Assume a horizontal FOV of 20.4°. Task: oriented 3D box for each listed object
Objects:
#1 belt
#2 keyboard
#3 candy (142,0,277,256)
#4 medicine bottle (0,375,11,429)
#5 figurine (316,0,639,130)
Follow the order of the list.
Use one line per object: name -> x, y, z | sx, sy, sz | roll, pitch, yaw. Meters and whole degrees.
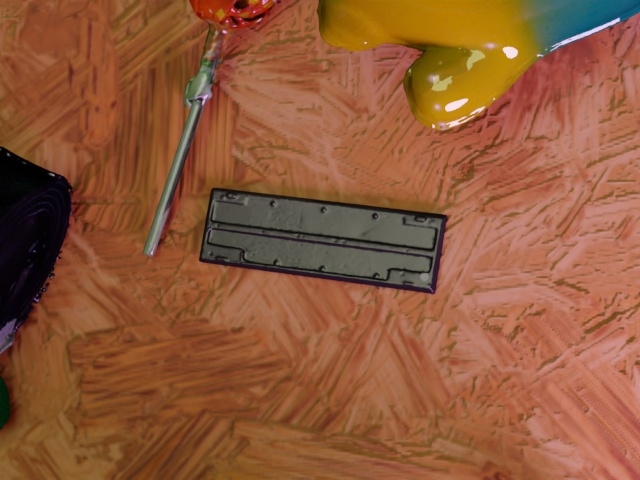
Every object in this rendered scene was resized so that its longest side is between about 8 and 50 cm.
belt -> -0.283, 0.022, 1.446 | 0.078, 0.151, 0.198 | 26, 67, 17
keyboard -> 0.000, 0.000, 1.443 | 0.202, 0.011, 0.067 | 7, 82, 17
candy -> -0.095, -0.123, 1.466 | 0.084, 0.078, 0.288 | 18, 95, 6
medicine bottle -> -0.409, 0.166, 1.501 | 0.309, 0.076, 0.111 | -14, 73, 14
figurine -> 0.157, -0.252, 1.326 | 0.340, 0.231, 0.324 | -7, 85, 10
